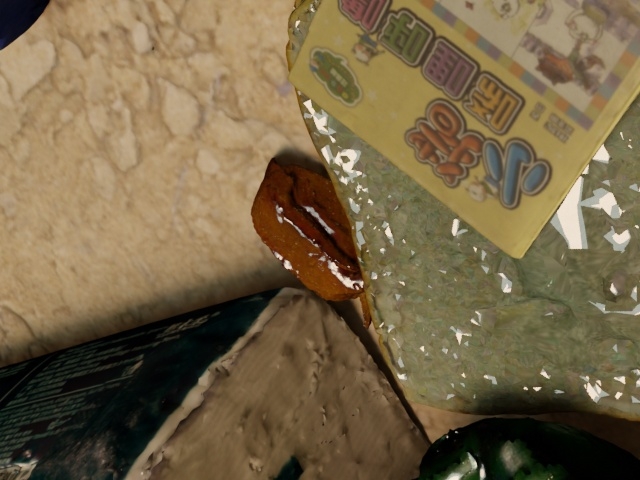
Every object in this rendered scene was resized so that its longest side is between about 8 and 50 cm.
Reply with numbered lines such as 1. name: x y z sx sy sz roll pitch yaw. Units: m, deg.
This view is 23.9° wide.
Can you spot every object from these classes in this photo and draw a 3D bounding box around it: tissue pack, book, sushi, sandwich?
1. tissue pack: -0.156 0.221 1.073 0.416 0.264 0.253 -16 115 38
2. book: 0.080 -0.103 0.768 0.168 0.013 0.192 39 133 12
3. sushi: 0.000 0.000 0.983 0.120 0.052 0.055 39 150 3
4. sandwich: 0.123 -0.038 0.850 0.271 0.099 0.301 -5 116 35

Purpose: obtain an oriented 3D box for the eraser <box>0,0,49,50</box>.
1. eraser: -0.333 -0.246 0.977 0.332 0.155 0.101 41 130 4

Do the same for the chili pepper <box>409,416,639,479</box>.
1. chili pepper: 0.154 0.238 0.887 0.233 0.256 0.249 -43 50 23
